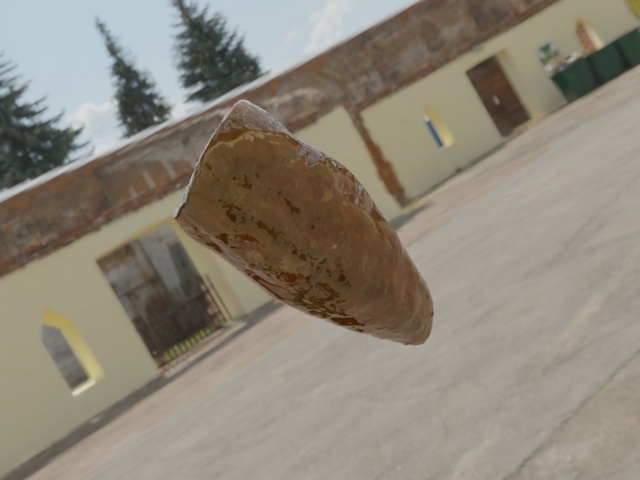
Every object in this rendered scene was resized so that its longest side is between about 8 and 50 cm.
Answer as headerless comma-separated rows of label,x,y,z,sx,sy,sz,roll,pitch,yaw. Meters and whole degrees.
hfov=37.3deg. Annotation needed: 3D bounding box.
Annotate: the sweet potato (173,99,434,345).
sweet potato,0.000,0.000,0.618,0.097,0.251,0.097,-23,48,28
